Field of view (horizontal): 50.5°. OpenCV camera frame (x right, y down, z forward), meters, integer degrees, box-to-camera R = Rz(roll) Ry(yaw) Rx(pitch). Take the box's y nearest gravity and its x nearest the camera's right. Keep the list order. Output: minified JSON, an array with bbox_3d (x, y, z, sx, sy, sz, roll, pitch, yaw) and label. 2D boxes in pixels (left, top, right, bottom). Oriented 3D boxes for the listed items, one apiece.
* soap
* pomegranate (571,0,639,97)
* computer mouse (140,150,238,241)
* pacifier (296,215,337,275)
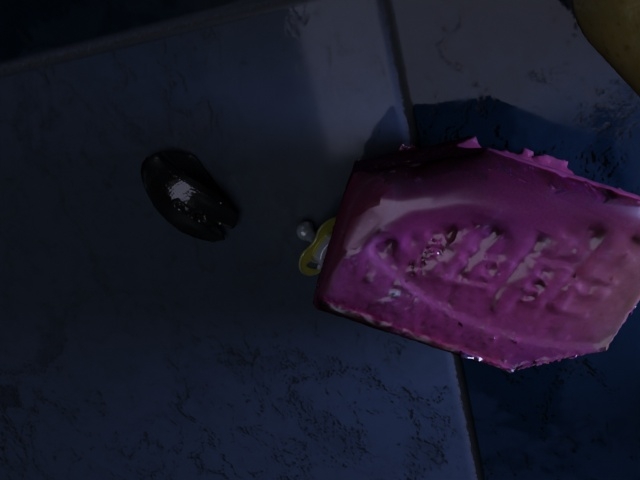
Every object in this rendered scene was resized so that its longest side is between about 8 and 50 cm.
[{"bbox_3d":[0.172,0.013,0.694,0.325,0.127,0.220,17,114,-4],"label":"soap"},{"bbox_3d":[0.342,-0.217,0.450,0.333,0.332,0.332,6,117,12],"label":"pomegranate"},{"bbox_3d":[-0.160,-0.049,0.807,0.135,0.047,0.079,43,119,-10],"label":"computer mouse"},{"bbox_3d":[0.000,0.000,0.794,0.064,0.068,0.083,41,104,31],"label":"pacifier"}]
